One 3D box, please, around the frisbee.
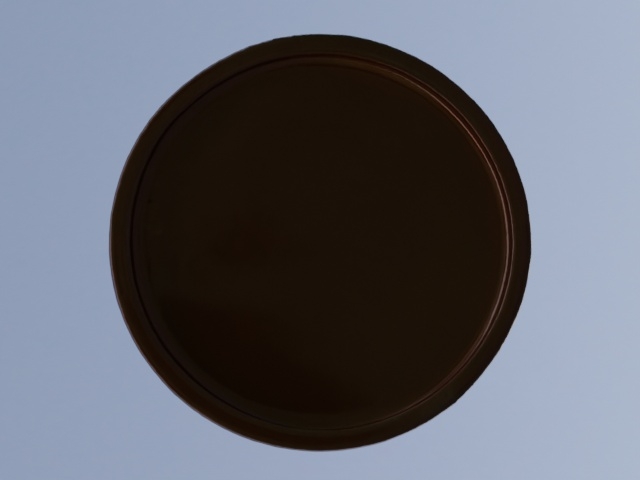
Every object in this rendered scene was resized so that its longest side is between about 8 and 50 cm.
[{"bbox_3d":[0.000,0.000,1.046,0.250,0.021,0.251,0,-97,-1],"label":"frisbee"}]
